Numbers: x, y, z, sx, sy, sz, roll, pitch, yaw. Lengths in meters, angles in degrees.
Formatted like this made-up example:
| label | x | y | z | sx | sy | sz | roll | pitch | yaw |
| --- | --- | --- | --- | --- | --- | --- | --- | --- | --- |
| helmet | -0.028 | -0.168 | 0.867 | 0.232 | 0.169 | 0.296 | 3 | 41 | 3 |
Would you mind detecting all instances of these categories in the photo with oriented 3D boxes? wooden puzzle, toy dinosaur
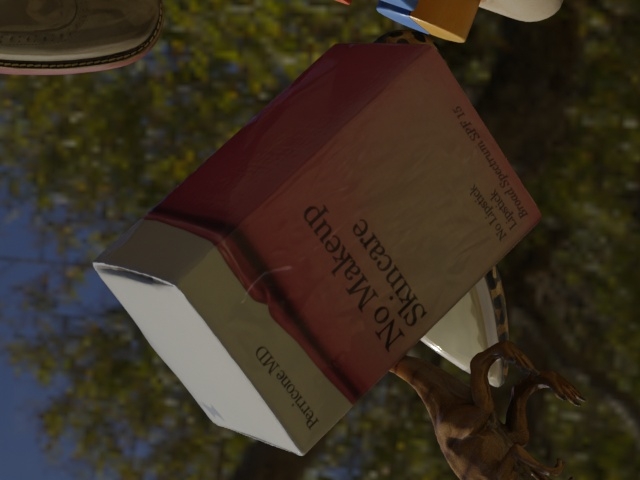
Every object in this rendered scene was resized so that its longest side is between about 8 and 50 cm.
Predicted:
| label | x | y | z | sx | sy | sz | roll | pitch | yaw |
| --- | --- | --- | --- | --- | --- | --- | --- | --- | --- |
| wooden puzzle | 0.026 | -0.259 | 1.726 | 0.322 | 0.348 | 0.080 | 17 | -91 | -73 |
| toy dinosaur | 0.090 | 0.107 | 1.148 | 0.112 | 0.211 | 0.064 | -48 | -36 | 18 |

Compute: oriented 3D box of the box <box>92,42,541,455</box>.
| label | x | y | z | sx | sy | sz | roll | pitch | yaw |
| --- | --- | --- | --- | --- | --- | --- | --- | --- | --- |
| box | 0.000 | 0.000 | 1.214 | 0.232 | 0.127 | 0.148 | -44 | -65 | -19 |

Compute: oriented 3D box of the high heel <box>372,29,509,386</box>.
| label | x | y | z | sx | sy | sz | roll | pitch | yaw |
| --- | --- | --- | --- | --- | --- | --- | --- | --- | --- |
| high heel | 0.102 | -0.033 | 1.453 | 0.261 | 0.093 | 0.186 | 60 | -145 | -14 |

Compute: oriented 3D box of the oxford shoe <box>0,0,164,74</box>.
| label | x | y | z | sx | sy | sz | roll | pitch | yaw |
| --- | --- | --- | --- | --- | --- | --- | --- | --- | --- |
| oxford shoe | -0.269 | -0.209 | 1.388 | 0.348 | 0.130 | 0.123 | 12 | -108 | -21 |
